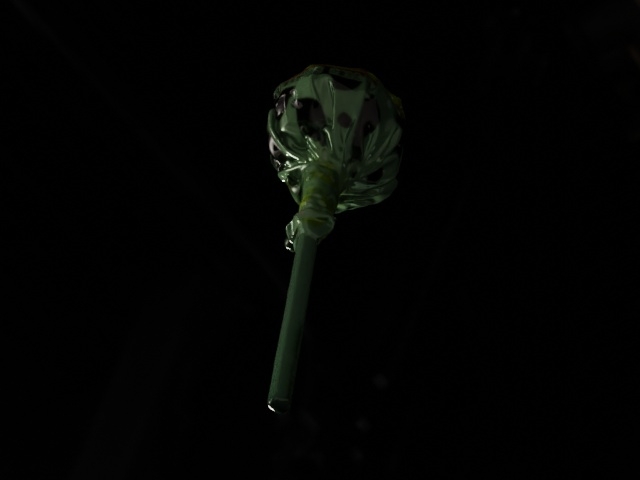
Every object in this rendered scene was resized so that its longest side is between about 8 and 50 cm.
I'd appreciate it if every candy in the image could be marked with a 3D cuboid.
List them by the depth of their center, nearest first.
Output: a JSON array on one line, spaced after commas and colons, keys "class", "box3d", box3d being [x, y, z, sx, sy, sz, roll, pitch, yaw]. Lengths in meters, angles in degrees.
[{"class": "candy", "box3d": [0.000, 0.000, 1.068, 0.083, 0.091, 0.305, -29, -152, 25]}]
